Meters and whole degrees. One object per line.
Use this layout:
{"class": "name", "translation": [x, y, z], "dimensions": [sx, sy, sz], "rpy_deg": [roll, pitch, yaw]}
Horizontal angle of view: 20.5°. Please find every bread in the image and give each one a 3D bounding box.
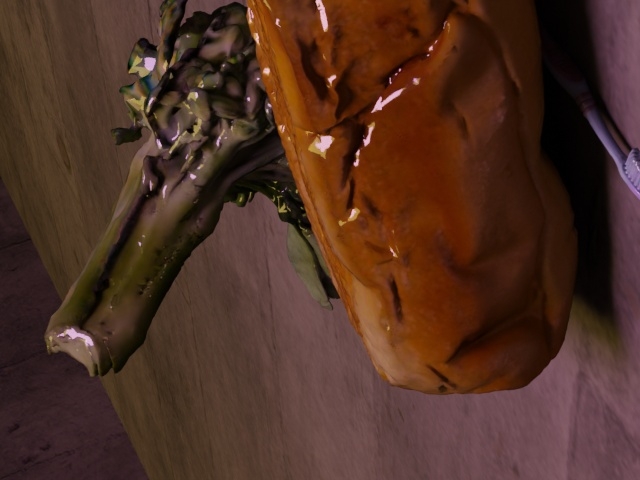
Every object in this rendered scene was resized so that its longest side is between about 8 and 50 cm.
{"class": "bread", "translation": [0.044, -0.064, 0.916], "dimensions": [0.167, 0.132, 0.294], "rpy_deg": [-127, 15, -58]}

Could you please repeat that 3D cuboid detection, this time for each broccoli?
{"class": "broccoli", "translation": [-0.079, -0.041, 1.219], "dimensions": [0.177, 0.275, 0.198], "rpy_deg": [36, 143, -14]}

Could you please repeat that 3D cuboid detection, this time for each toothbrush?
{"class": "toothbrush", "translation": [0.119, -0.091, 0.886], "dimensions": [0.193, 0.013, 0.019], "rpy_deg": [60, 156, 30]}

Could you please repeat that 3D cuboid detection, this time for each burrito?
{"class": "burrito", "translation": [-0.002, -0.003, 1.363], "dimensions": [0.074, 0.044, 0.118], "rpy_deg": [59, 164, 25]}
